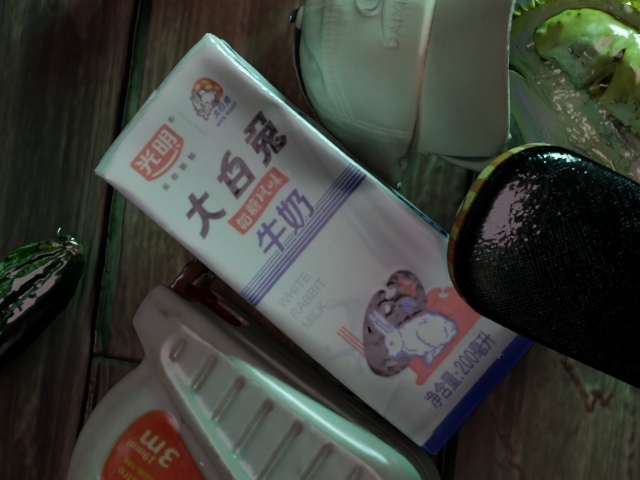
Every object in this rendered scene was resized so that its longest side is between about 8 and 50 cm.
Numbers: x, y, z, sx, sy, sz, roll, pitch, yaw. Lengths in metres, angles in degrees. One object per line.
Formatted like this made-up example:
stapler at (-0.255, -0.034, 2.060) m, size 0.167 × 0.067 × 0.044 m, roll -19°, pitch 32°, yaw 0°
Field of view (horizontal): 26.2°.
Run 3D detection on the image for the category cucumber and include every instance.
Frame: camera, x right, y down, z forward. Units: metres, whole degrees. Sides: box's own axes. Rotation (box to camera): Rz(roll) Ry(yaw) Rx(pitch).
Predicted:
cucumber at (-0.284, 0.088, 1.091) m, size 0.265 × 0.077 × 0.077 m, roll -44°, pitch 80°, yaw 4°

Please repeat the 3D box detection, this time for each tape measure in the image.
tape measure at (-0.058, 0.187, 1.011) m, size 0.258 × 0.130 × 0.265 m, roll 36°, pitch 100°, yaw 14°

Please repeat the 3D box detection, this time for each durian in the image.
durian at (0.216, -0.085, 0.973) m, size 0.146 × 0.102 × 0.208 m, roll -24°, pitch 84°, yaw 42°

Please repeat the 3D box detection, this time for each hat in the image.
hat at (0.062, -0.151, 0.970) m, size 0.164 × 0.226 × 0.220 m, roll 14°, pitch 88°, yaw -4°

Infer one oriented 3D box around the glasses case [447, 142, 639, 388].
glasses case at (0.231, 0.039, 0.918) m, size 0.321 × 0.082 × 0.122 m, roll 24°, pitch 99°, yaw -20°

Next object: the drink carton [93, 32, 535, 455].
drink carton at (0.000, 0.000, 0.987) m, size 0.315 × 0.106 × 0.130 m, roll 40°, pitch 94°, yaw -2°
